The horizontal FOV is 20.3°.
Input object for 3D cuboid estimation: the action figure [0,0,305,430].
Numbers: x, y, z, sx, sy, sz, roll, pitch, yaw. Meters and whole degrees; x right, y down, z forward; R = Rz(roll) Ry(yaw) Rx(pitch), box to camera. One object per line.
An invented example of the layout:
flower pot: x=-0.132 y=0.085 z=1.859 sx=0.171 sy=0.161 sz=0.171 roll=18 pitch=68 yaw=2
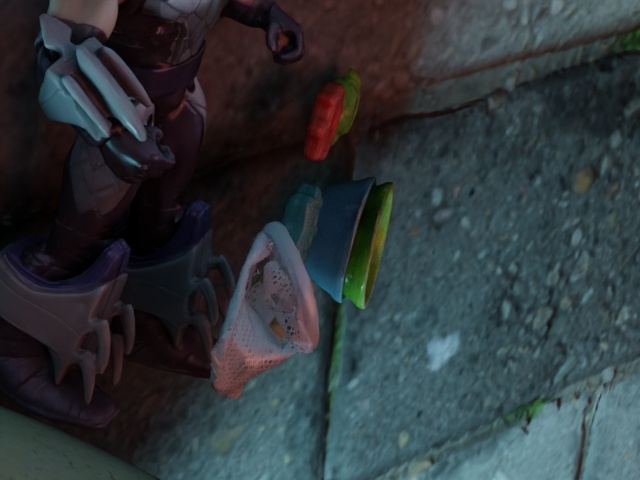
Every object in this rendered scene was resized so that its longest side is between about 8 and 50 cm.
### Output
action figure: x=-0.073 y=-0.058 z=0.769 sx=0.185 sy=0.099 sz=0.285 roll=-36 pitch=146 yaw=-51

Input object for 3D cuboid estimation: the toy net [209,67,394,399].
toy net: x=0.000 y=0.000 z=0.836 sx=0.232 sy=0.045 sz=0.122 roll=-60 pitch=164 yaw=-67

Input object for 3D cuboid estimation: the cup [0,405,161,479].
cup: x=-0.156 y=0.197 z=0.717 sx=0.331 sy=0.331 sz=0.237 roll=-41 pitch=112 yaw=-20
